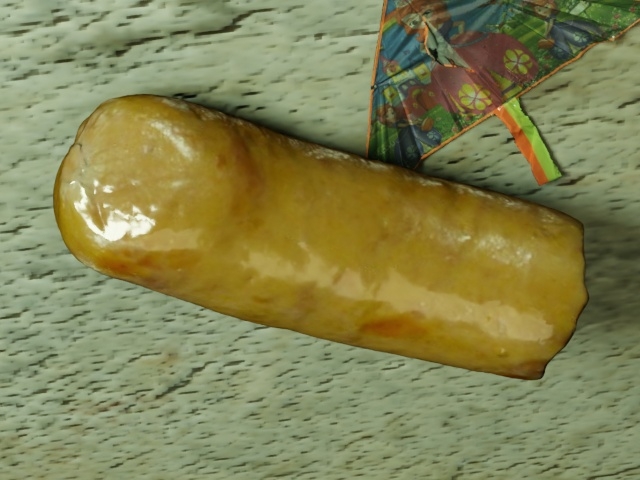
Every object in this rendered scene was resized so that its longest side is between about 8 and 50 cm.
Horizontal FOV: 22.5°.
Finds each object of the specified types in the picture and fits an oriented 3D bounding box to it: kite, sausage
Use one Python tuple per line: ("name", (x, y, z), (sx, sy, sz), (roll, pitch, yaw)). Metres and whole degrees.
("kite", (0.081, -0.079, 0.818), (0.190, 0.010, 0.159), (-34, 127, 22))
("sausage", (0.000, -0.002, 0.811), (0.271, 0.109, 0.109), (15, 128, -13))
